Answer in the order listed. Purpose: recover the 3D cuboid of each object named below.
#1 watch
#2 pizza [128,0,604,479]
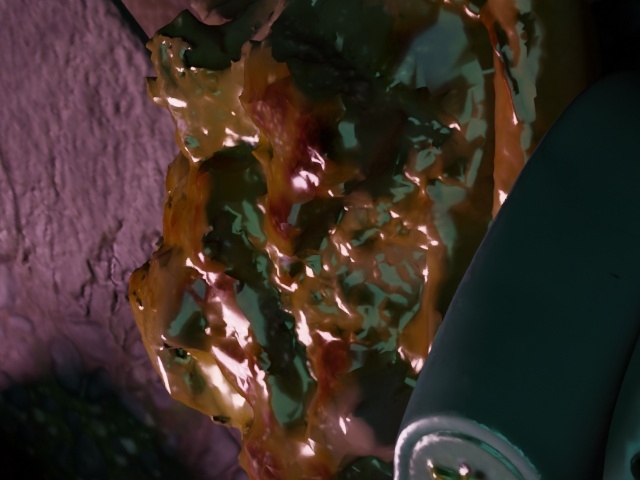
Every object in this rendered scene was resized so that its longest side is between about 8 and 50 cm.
[{"bbox_3d":[0.095,0.060,0.528,0.068,0.195,0.237,20,132,29],"label":"watch"},{"bbox_3d":[0.000,0.000,0.620,0.223,0.089,0.323,31,124,33],"label":"pizza"}]
